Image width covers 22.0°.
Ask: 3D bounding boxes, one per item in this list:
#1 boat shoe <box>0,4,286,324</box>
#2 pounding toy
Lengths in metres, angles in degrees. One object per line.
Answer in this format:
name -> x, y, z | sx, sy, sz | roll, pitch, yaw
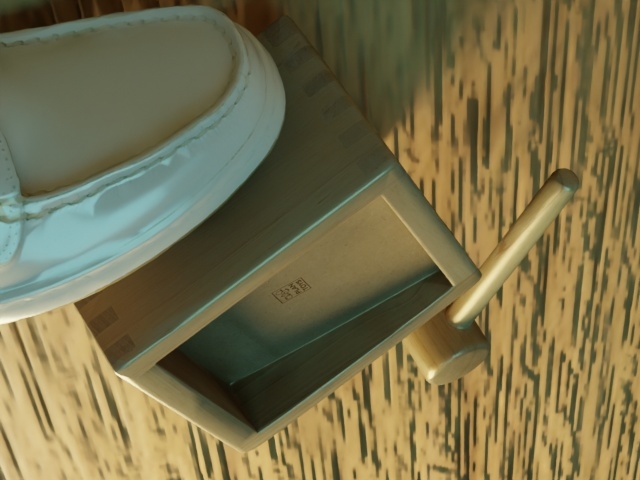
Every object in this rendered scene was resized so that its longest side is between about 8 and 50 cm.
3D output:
boat shoe -> -0.146, -0.025, 0.553 | 0.277, 0.098, 0.096 | -22, 144, -6
pounding toy -> 0.009, -0.004, 0.689 | 0.181, 0.094, 0.206 | -37, 152, 4
